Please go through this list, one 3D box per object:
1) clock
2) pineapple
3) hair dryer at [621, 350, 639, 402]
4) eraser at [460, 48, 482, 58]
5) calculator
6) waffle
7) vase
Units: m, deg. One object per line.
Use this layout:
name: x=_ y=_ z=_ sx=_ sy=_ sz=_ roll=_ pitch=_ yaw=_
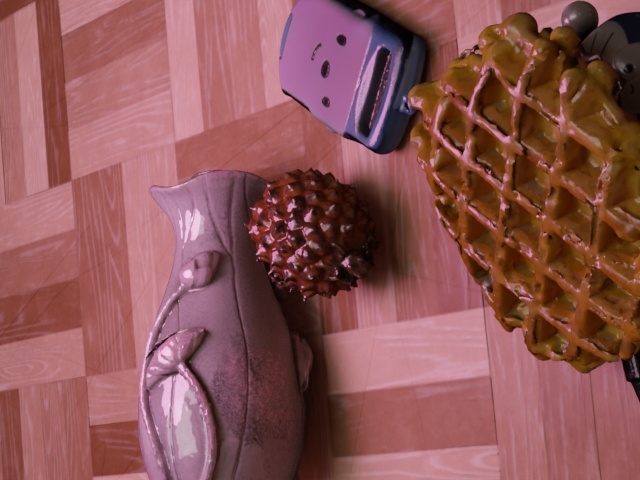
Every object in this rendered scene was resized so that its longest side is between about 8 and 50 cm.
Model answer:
clock: x=0.305 y=-0.159 z=1.841 sx=0.243 sy=0.146 sz=0.199 roll=-5 pitch=97 yaw=57
pineapple: x=0.000 y=0.000 z=2.244 sx=0.193 sy=0.166 sz=0.166 roll=37 pitch=119 yaw=43
hair dryer: x=0.333 y=0.057 z=1.873 sx=0.114 sy=0.070 sz=0.248 roll=-24 pitch=75 yaw=51
eraser: x=0.212 y=-0.137 z=2.037 sx=0.117 sy=0.058 sz=0.172 roll=10 pitch=98 yaw=53
calculator: x=0.039 y=-0.225 z=2.277 sx=0.293 sy=0.051 sz=0.173 roll=38 pitch=118 yaw=47
waffle: x=0.238 y=-0.040 z=1.815 sx=0.382 sy=0.095 sz=0.379 roll=65 pitch=153 yaw=1
vase: x=-0.137 y=0.126 z=2.365 sx=0.250 sy=0.250 sz=0.445 roll=-16 pitch=72 yaw=52
